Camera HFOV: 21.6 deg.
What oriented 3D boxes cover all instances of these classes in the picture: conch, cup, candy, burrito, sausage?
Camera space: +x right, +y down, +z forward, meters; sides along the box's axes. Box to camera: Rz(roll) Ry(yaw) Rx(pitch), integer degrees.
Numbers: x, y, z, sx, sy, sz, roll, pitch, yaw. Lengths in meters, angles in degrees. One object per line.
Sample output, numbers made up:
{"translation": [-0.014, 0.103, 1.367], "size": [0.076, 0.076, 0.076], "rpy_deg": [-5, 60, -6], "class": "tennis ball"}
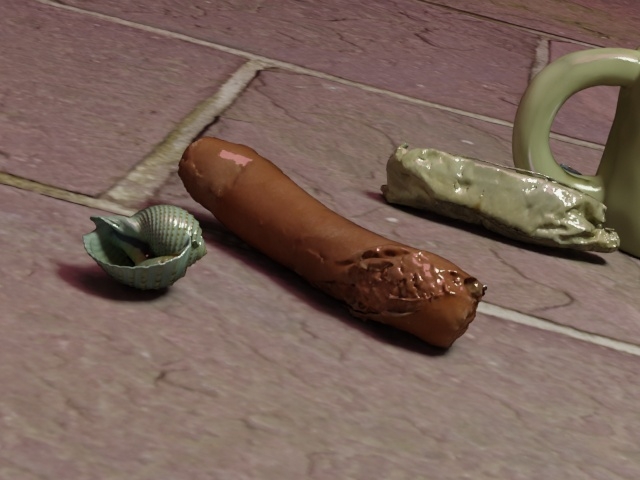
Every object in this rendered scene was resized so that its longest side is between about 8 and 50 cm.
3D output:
{"translation": [-0.126, 0.009, 1.217], "size": [0.085, 0.057, 0.076], "rpy_deg": [-4, 37, 8], "class": "conch"}
{"translation": [0.325, -0.101, 1.627], "size": [0.255, 0.202, 0.173], "rpy_deg": [18, 19, 13], "class": "cup"}
{"translation": [0.262, -0.066, 1.765], "size": [0.030, 0.020, 0.083], "rpy_deg": [0, 21, -36], "class": "candy"}
{"translation": [0.167, -0.036, 1.549], "size": [0.229, 0.063, 0.058], "rpy_deg": [15, -10, 10], "class": "burrito"}
{"translation": [0.000, -0.001, 1.310], "size": [0.304, 0.078, 0.078], "rpy_deg": [30, 24, 36], "class": "sausage"}
